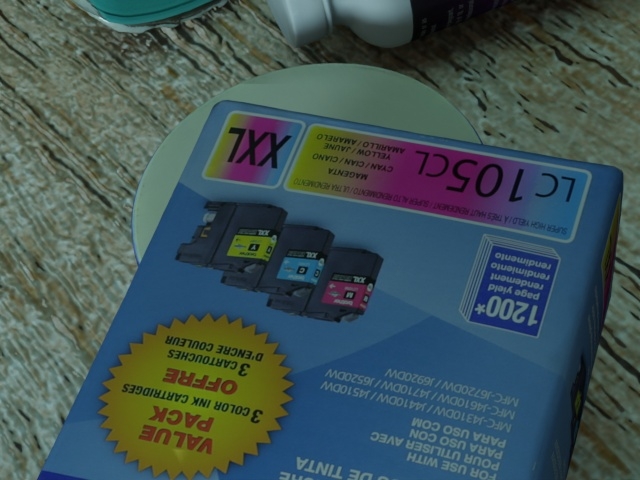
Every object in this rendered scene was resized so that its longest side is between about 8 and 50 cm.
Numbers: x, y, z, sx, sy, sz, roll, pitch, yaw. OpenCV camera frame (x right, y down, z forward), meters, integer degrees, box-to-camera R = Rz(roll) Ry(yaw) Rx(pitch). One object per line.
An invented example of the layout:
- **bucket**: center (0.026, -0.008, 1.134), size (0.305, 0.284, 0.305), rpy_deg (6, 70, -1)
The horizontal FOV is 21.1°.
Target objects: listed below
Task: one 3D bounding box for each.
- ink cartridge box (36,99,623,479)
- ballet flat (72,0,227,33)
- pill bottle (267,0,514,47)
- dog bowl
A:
- **ink cartridge box**: center (0.003, 0.125, 0.986), size (0.270, 0.151, 0.395), rpy_deg (10, 56, 15)
- **ballet flat**: center (-0.070, -0.311, 1.499), size (0.409, 0.147, 0.147), rpy_deg (-36, 55, -20)
- **pill bottle**: center (0.106, -0.269, 1.379), size (0.323, 0.181, 0.181), rpy_deg (-22, 53, -6)
- **dog bowl**: center (0.000, 0.000, 1.246), size (0.265, 0.104, 0.264), rpy_deg (-5, 53, 7)
